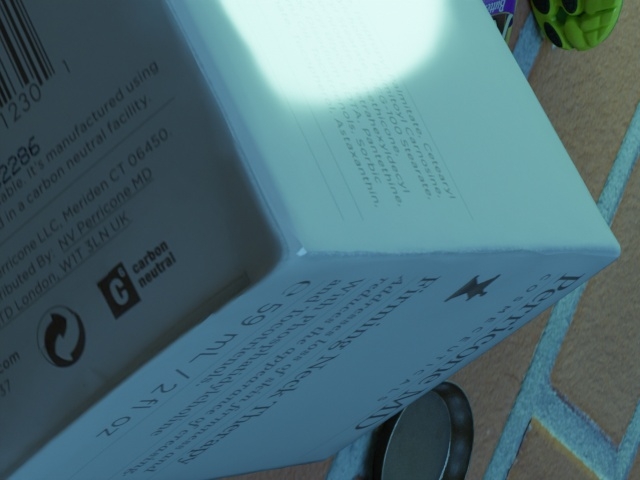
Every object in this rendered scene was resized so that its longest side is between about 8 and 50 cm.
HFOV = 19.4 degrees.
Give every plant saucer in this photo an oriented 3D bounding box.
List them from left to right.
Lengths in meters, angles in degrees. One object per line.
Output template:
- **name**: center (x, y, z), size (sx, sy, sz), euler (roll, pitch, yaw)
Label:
- **plant saucer**: center (0.105, 0.227, 1.972), size (0.168, 0.029, 0.168), euler (-22, 118, -48)

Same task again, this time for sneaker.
- **sneaker**: center (0.297, -0.343, 1.978), size (0.123, 0.109, 0.295), euler (-25, 125, -52)

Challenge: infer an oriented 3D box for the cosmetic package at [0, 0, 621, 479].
- **cosmetic package**: center (-0.074, -0.042, 1.280), size (0.394, 0.329, 0.327), euler (-1, 58, -54)

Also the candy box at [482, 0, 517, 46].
- **candy box**: center (0.146, -0.226, 1.868), size (0.109, 0.053, 0.186), euler (9, 95, -54)
